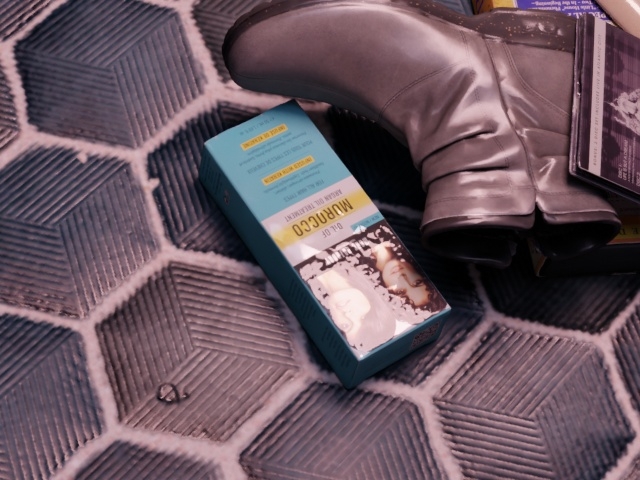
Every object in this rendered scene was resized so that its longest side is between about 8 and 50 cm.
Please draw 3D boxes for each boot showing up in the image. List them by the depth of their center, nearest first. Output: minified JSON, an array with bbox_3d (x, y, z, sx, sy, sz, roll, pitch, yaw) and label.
[{"bbox_3d":[0.086,-0.093,1.440,0.338,0.118,0.222,1,63,-5],"label":"boot"}]

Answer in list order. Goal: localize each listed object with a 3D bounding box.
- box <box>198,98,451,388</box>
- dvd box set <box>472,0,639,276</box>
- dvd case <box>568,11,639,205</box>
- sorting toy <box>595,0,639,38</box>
[{"bbox_3d":[0.000,0.000,1.469,0.100,0.060,0.244,-28,69,-22],"label":"box"},{"bbox_3d":[0.312,-0.169,1.614,0.308,0.062,0.420,-4,62,-12],"label":"dvd box set"},{"bbox_3d":[0.311,-0.089,1.480,0.221,0.018,0.164,22,57,-23],"label":"dvd case"},{"bbox_3d":[0.359,-0.263,1.617,0.208,0.038,0.193,-32,71,-24],"label":"sorting toy"}]
